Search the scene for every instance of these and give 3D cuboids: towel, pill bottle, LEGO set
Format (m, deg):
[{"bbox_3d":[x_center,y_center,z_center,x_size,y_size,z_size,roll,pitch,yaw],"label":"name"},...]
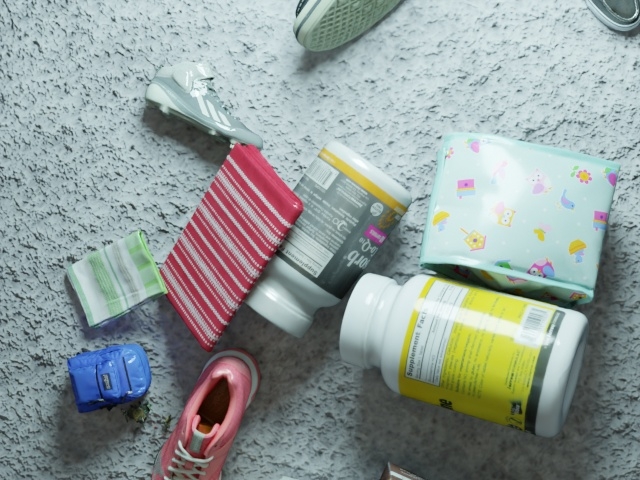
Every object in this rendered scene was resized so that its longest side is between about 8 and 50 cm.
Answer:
[{"bbox_3d":[-0.140,0.006,1.776,0.275,0.031,0.199,-57,45,16],"label":"towel"},{"bbox_3d":[0.000,0.000,1.784,0.162,0.162,0.278,36,93,3],"label":"pill bottle"},{"bbox_3d":[-0.324,0.063,1.851,0.152,0.023,0.113,-26,88,23],"label":"towel"},{"bbox_3d":[-0.280,0.281,1.878,0.083,0.023,0.054,36,95,-11],"label":"LEGO set"},{"bbox_3d":[0.207,0.156,1.716,0.334,0.188,0.187,15,92,19],"label":"pill bottle"}]

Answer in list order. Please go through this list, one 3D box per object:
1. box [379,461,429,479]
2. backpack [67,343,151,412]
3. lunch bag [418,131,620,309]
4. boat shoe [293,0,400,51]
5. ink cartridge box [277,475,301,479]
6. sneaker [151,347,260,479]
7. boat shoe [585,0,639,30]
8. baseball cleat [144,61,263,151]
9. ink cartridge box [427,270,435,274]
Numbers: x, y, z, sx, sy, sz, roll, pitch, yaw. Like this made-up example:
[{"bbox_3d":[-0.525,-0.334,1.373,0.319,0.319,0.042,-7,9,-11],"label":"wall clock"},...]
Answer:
[{"bbox_3d":[0.103,0.539,1.698,0.191,0.143,0.381,26,94,1],"label":"box"},{"bbox_3d":[-0.329,0.219,1.840,0.120,0.101,0.098,-12,97,0],"label":"backpack"},{"bbox_3d":[0.286,-0.032,1.749,0.262,0.160,0.223,14,78,0],"label":"lunch bag"},{"bbox_3d":[0.101,-0.509,1.754,0.156,0.187,0.500,41,109,24],"label":"boat shoe"},{"bbox_3d":[0.026,0.484,1.817,0.237,0.100,0.172,14,92,3],"label":"ink cartridge box"},{"bbox_3d":[-0.196,0.315,1.813,0.116,0.136,0.313,21,92,4],"label":"sneaker"},{"bbox_3d":[0.429,-0.429,1.793,0.080,0.076,0.228,-24,89,4],"label":"boat shoe"},{"bbox_3d":[-0.171,-0.216,1.838,0.206,0.072,0.109,25,86,-1],"label":"baseball cleat"},{"bbox_3d":[0.251,0.130,1.835,0.181,0.056,0.224,-43,69,3],"label":"ink cartridge box"}]
